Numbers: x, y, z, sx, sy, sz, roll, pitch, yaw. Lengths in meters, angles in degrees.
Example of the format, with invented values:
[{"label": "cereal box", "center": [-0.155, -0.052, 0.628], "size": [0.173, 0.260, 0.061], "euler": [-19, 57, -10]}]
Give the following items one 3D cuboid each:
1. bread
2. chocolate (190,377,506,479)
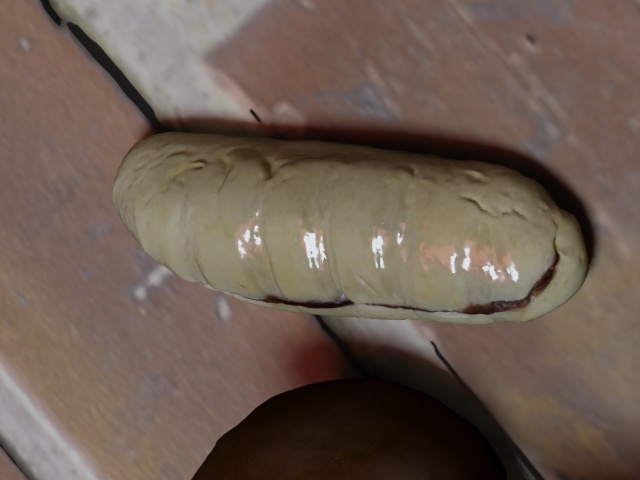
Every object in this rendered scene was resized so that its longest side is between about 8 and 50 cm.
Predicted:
[{"label": "bread", "center": [0.001, 0.000, 0.714], "size": [0.214, 0.053, 0.073], "euler": [8, 127, 34]}, {"label": "chocolate", "center": [0.004, 0.123, 0.741], "size": [0.124, 0.133, 0.127], "euler": [39, 138, 5]}]
